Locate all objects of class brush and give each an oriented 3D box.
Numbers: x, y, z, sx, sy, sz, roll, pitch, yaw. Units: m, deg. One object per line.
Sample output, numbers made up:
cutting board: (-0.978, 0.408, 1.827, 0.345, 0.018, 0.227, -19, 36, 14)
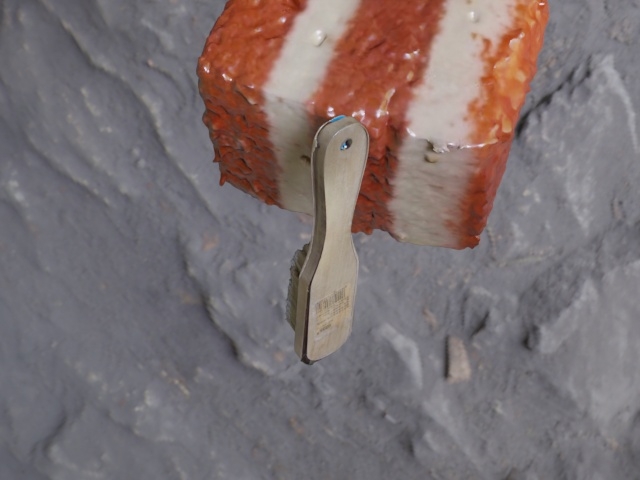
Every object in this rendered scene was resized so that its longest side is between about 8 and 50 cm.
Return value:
brush: (0.000, 0.000, 0.986, 0.065, 0.070, 0.327, 49, 150, 33)

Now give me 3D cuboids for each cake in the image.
cake: (0.066, -0.170, 1.075, 0.319, 0.270, 0.269, 19, 158, 11)
